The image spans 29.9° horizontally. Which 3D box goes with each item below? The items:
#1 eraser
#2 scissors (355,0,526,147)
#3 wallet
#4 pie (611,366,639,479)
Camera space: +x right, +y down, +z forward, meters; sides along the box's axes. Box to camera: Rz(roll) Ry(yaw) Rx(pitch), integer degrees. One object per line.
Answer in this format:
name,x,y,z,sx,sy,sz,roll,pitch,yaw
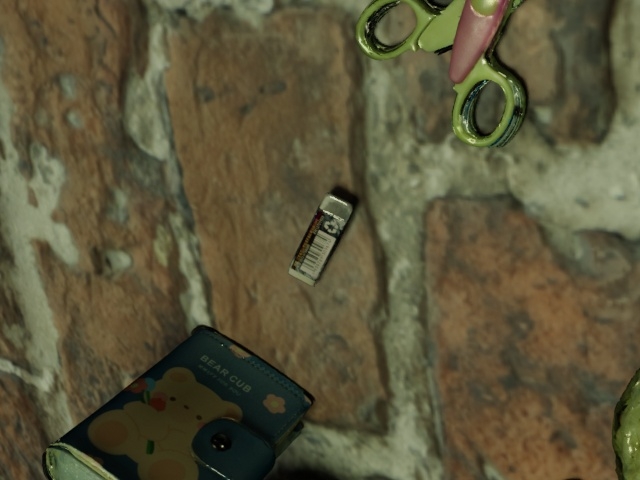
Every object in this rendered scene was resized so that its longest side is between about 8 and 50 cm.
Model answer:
eraser,0.000,0.000,0.926,0.027,0.019,0.099,28,129,2
scissors,0.108,-0.152,0.766,0.133,0.020,0.187,41,133,5
wallet,-0.108,0.162,0.970,0.141,0.202,0.059,31,126,16
pie,0.345,0.180,0.758,0.323,0.070,0.323,14,120,25
